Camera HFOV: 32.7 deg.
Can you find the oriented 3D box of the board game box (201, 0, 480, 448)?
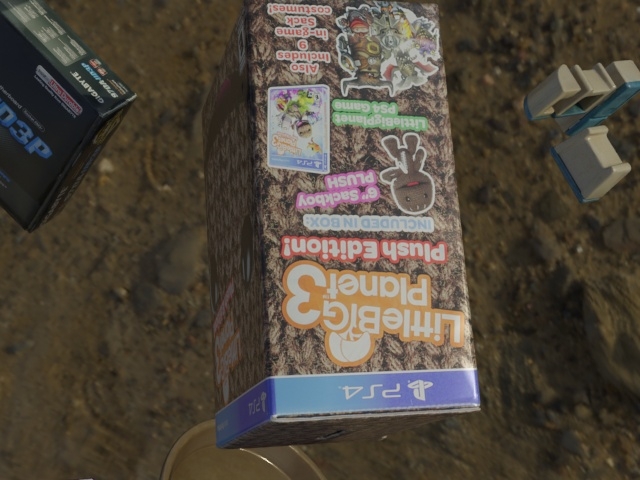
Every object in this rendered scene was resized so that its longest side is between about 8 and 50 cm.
[{"bbox_3d":[0.000,0.000,0.821,0.141,0.232,0.291,0,75,-14],"label":"board game box"}]

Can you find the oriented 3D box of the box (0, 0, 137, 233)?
[{"bbox_3d":[-0.282,-0.139,0.946,0.220,0.051,0.175,46,130,1],"label":"box"}]

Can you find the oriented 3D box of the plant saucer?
[{"bbox_3d":[-0.077,0.337,1.272,0.041,0.277,0.278,-43,50,34],"label":"plant saucer"}]

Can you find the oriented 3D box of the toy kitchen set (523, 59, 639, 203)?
[{"bbox_3d":[0.356,-0.131,1.430,0.122,0.207,0.166,-42,69,42],"label":"toy kitchen set"}]

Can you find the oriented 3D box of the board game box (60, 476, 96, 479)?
[{"bbox_3d":[-0.301,0.437,1.468,0.347,0.208,0.056,32,101,38],"label":"board game box"}]
